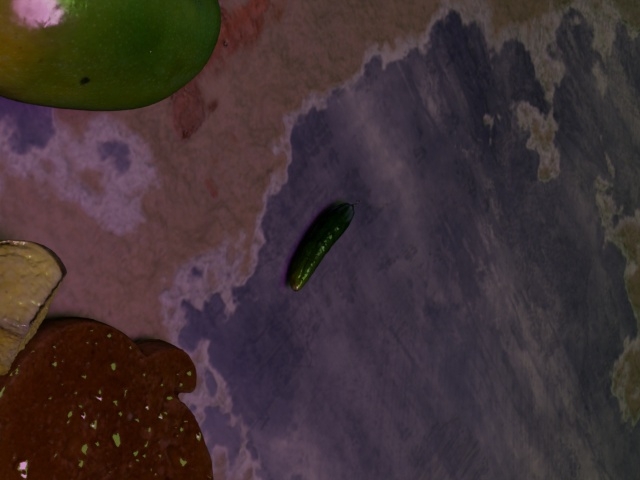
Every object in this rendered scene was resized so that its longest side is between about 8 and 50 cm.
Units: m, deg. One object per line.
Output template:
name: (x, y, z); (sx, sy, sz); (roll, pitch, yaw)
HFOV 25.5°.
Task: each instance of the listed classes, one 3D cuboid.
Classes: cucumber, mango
cucumber: (0.000, 0.000, 1.889); (0.168, 0.039, 0.039); (-55, 131, -26)
mango: (-0.245, -0.247, 1.464); (0.382, 0.201, 0.225); (0, 84, -51)

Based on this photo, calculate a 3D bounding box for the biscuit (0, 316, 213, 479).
biscuit: (-0.253, 0.239, 1.614); (0.314, 0.063, 0.367); (-57, 132, -31)

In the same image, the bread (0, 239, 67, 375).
bread: (-0.332, 0.062, 1.455); (0.111, 0.114, 0.129); (33, 47, -13)
